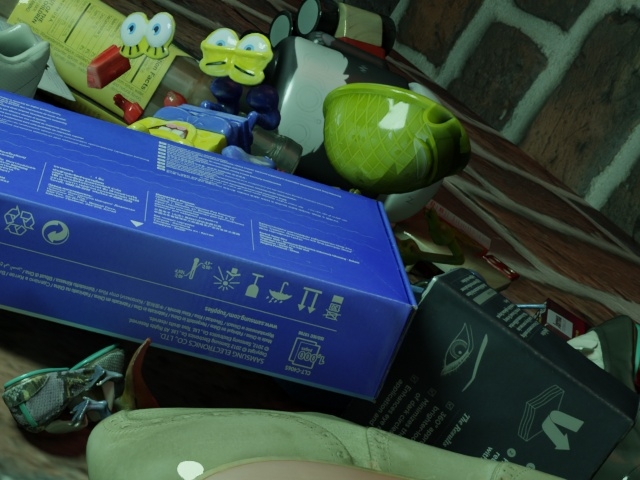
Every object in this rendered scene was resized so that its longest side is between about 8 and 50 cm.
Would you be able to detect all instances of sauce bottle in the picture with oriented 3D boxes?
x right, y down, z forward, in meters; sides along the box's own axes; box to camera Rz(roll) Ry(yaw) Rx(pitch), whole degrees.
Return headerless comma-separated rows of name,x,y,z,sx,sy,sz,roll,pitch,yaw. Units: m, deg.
sauce bottle,-0.180,-0.150,1.229,0.344,0.111,0.111,32,14,-11

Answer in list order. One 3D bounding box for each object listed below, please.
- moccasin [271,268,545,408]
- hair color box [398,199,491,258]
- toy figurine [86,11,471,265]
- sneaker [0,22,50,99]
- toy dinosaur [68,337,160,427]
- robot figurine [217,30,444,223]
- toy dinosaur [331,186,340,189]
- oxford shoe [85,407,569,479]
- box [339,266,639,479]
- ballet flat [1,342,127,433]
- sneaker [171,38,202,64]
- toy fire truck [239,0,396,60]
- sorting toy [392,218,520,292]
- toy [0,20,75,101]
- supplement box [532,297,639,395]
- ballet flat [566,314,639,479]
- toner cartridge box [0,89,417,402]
moccasin,0.088,0.076,1.004,0.342,0.138,0.117,23,19,-39
hair color box,0.157,-0.018,1.649,0.141,0.043,0.072,35,14,2
toy figurine,-0.087,-0.029,0.972,0.362,0.191,0.217,18,43,29
sneaker,-0.320,-0.154,0.909,0.262,0.121,0.099,19,19,-44
toy dinosaur,-0.094,0.105,0.657,0.082,0.090,0.047,38,40,-27
robot figurine,0.010,-0.122,1.383,0.278,0.209,0.173,18,6,-16
toy dinosaur,0.000,0.000,1.242,0.064,0.112,0.211,-8,14,7
oxford shoe,0.055,0.157,0.679,0.397,0.140,0.146,24,9,-39
box,0.106,0.127,0.837,0.158,0.156,0.093,37,14,12
ballet flat,-0.138,0.087,0.698,0.041,0.041,0.114,37,15,12
sneaker,-0.153,-0.161,1.433,0.234,0.084,0.097,26,40,-24
toy fire truck,0.006,-0.155,1.567,0.158,0.246,0.217,10,-15,-35
sorting toy,0.150,0.032,1.462,0.132,0.046,0.274,37,15,14
toy,-0.337,-0.165,1.041,0.237,0.056,0.137,19,23,-37
supplement box,0.327,0.168,1.349,0.239,0.073,0.130,33,15,4
ballet flat,0.257,0.145,1.160,0.096,0.095,0.280,16,29,1
toner cartridge box,-0.122,-0.009,0.782,0.347,0.075,0.165,16,21,-12
